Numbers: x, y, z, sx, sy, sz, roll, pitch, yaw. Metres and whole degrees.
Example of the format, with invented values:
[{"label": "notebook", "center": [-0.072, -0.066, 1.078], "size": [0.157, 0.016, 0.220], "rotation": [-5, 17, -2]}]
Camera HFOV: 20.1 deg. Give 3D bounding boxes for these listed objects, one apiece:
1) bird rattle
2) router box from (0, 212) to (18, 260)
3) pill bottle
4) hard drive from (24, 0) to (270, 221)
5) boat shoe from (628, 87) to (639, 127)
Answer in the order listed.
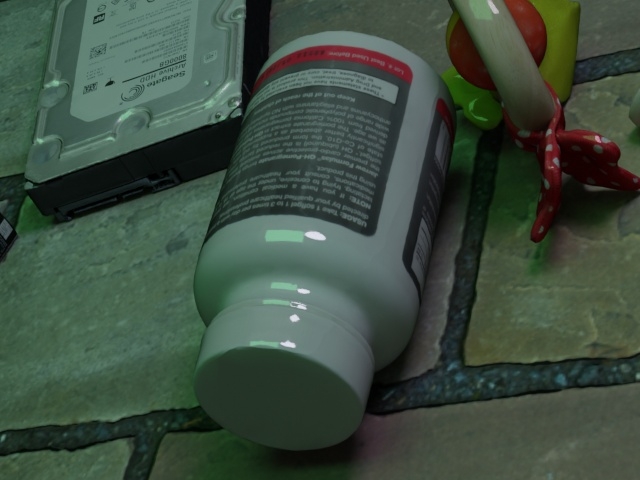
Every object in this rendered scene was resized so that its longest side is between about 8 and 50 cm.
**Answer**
[{"label": "bird rattle", "center": [0.147, -0.130, 1.446], "size": [0.143, 0.207, 0.253], "rotation": [-24, 35, 14]}, {"label": "router box", "center": [-0.367, 0.014, 1.747], "size": [0.122, 0.038, 0.092], "rotation": [3, 51, 35]}, {"label": "pill bottle", "center": [0.000, 0.000, 1.420], "size": [0.176, 0.176, 0.318], "rotation": [-9, 45, 25]}, {"label": "hard drive", "center": [-0.168, -0.181, 1.804], "size": [0.237, 0.064, 0.339], "rotation": [-17, 42, 17]}, {"label": "boat shoe", "center": [0.320, -0.144, 1.424], "size": [0.184, 0.066, 0.063], "rotation": [-47, 71, 26]}]
